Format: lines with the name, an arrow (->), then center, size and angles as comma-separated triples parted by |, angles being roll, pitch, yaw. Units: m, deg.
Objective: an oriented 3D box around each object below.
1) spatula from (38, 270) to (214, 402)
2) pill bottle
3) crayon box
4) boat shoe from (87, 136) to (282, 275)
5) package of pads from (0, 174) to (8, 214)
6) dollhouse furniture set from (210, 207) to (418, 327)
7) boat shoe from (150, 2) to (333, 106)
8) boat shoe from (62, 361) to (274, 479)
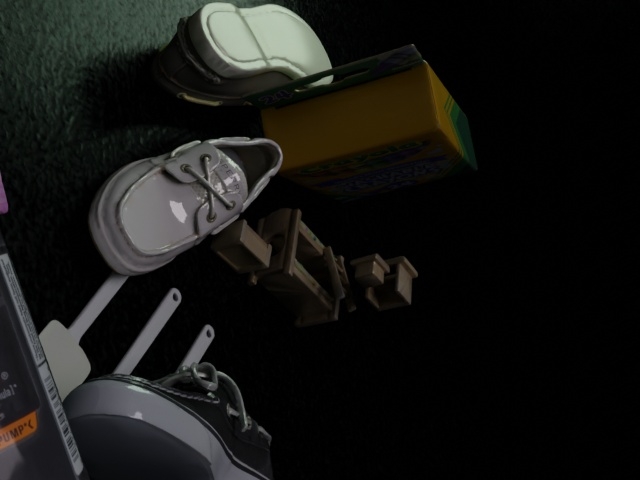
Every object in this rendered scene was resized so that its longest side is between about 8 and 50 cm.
spatula -> -0.170, 0.106, 0.723 | 0.168, 0.019, 0.242 | 60, 31, -24
pill bottle -> -0.239, 0.067, 0.495 | 0.130, 0.131, 0.245 | -28, 101, -62
crayon box -> 0.063, -0.125, 1.009 | 0.323, 0.203, 0.083 | 17, 61, -69
boat shoe -> -0.118, -0.054, 0.802 | 0.098, 0.096, 0.277 | 64, 28, -13
package of pads -> -0.271, -0.039, 0.593 | 0.083, 0.032, 0.050 | -11, 88, -62
dollhouse furniture set -> 0.000, 0.000, 0.932 | 0.182, 0.161, 0.101 | 48, 38, -43
boat shoe -> -0.081, -0.211, 0.965 | 0.109, 0.091, 0.305 | 64, 27, 4
boat shoe -> -0.109, 0.157, 0.684 | 0.306, 0.113, 0.104 | 51, 33, -53
